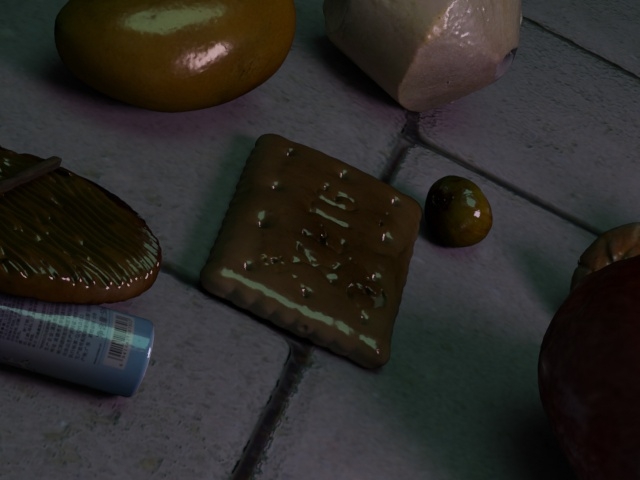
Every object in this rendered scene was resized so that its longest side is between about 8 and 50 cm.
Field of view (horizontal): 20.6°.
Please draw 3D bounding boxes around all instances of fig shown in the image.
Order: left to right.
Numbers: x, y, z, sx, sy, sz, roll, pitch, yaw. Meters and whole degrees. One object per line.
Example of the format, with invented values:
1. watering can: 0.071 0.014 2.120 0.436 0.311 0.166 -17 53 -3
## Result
1. fig: 0.168 -0.027 2.033 0.098 0.082 0.084 26 -7 -33

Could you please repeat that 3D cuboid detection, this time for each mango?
1. mango: -0.160 -0.243 1.998 0.211 0.173 0.317 41 41 21

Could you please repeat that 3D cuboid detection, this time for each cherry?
1. cherry: 0.380 0.172 1.735 0.326 0.291 0.335 -2 59 -47

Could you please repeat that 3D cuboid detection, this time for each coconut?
1. coconut: 0.144 -0.288 2.236 0.244 0.239 0.239 43 35 21

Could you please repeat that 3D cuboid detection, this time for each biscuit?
1. biscuit: -0.297 -0.029 1.637 0.318 0.040 0.318 19 17 -6
2. biscuit: 0.000 0.000 1.893 0.217 0.044 0.325 27 32 -4

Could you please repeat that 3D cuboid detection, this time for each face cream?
1. face cream: -0.266 0.075 1.555 0.229 0.075 0.075 18 33 -16

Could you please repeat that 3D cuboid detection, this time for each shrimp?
1. shrimp: 0.368 0.108 1.959 0.061 0.145 0.267 40 27 -72

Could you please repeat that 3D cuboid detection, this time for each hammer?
1. hammer: -0.293 -0.051 1.605 0.058 0.029 0.292 27 16 5
